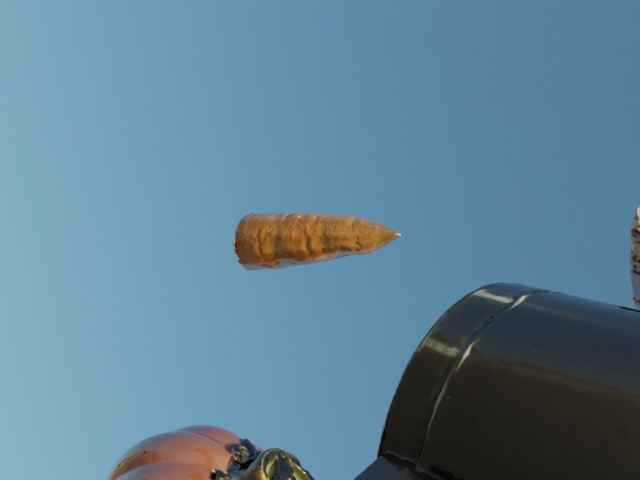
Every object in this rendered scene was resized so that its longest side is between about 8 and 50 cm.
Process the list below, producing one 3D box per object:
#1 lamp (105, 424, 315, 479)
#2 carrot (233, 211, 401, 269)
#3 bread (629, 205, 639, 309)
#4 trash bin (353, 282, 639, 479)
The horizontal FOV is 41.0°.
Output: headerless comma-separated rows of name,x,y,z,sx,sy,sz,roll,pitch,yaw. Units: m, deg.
lamp,-0.112,0.347,0.983,0.240,0.305,0.305,-39,-109,19
carrot,0.000,0.000,1.004,0.205,0.072,0.072,-1,-80,29
bread,0.350,0.035,0.777,0.136,0.054,0.154,26,-19,38
trash bin,0.199,0.146,0.414,0.302,0.252,0.202,11,-78,43
